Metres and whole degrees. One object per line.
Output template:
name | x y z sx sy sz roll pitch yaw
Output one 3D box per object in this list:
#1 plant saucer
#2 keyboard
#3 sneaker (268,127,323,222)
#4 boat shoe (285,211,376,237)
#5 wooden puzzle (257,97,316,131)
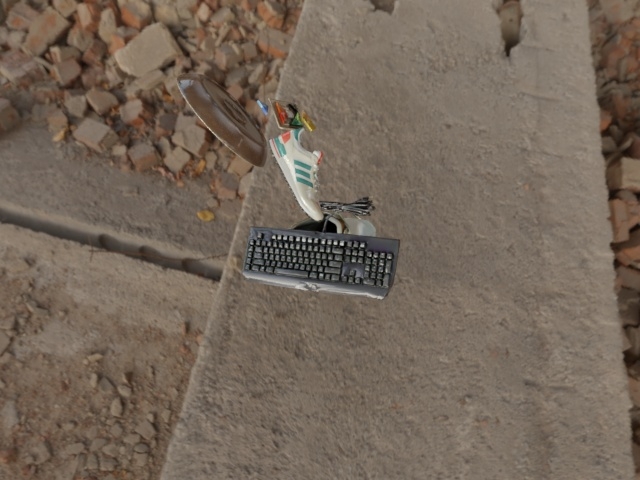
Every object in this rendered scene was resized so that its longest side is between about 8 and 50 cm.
plant saucer | -0.238 -0.321 1.336 0.050 0.311 0.310 -39 63 14
keyboard | 0.000 0.000 1.011 0.318 0.033 0.201 5 75 22
sneaker | -0.021 -0.111 0.849 0.075 0.057 0.161 -28 88 2
boat shoe | 0.028 -0.007 1.217 0.303 0.103 0.113 -17 60 -39
wooden puzzle | -0.060 -0.236 0.968 0.116 0.014 0.078 -13 71 -47
